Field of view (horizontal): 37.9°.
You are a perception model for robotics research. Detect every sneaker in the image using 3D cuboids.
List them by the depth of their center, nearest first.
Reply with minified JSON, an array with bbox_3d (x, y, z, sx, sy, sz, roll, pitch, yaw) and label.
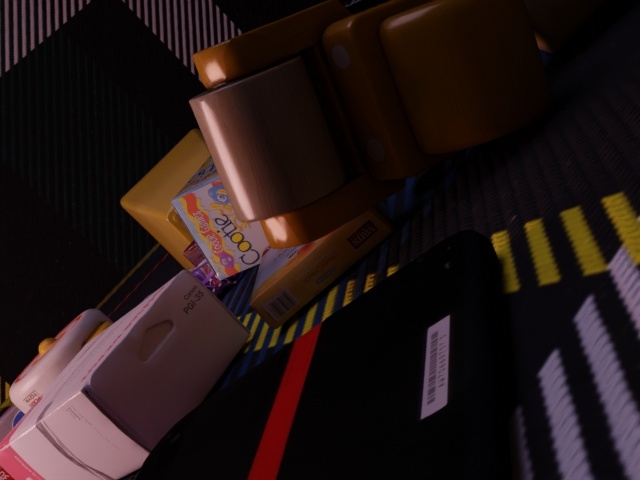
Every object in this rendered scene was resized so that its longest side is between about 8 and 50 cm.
[{"bbox_3d":[-0.167,0.059,1.459,0.170,0.068,0.071,-53,27,-20],"label":"sneaker"}]

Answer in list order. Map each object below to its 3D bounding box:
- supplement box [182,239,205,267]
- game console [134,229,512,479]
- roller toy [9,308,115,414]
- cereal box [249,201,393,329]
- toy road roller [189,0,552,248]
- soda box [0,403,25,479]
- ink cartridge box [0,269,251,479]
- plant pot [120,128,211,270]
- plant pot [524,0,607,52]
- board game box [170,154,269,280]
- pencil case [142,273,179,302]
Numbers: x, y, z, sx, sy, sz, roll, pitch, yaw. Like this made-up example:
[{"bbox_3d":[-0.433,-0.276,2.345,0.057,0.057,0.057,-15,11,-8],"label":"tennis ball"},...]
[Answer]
[{"bbox_3d":[-0.178,0.028,1.555,0.055,0.083,0.043,-35,14,36],"label":"supplement box"},{"bbox_3d":[-0.024,0.164,0.582,0.342,0.060,0.386,-35,14,20],"label":"game console"},{"bbox_3d":[-0.378,0.207,1.446,0.191,0.146,0.209,-47,12,-12],"label":"roller toy"},{"bbox_3d":[0.000,0.000,1.094,0.173,0.047,0.240,-41,11,9],"label":"cereal box"},{"bbox_3d":[0.065,-0.145,0.904,0.329,0.202,0.240,-31,16,-35],"label":"toy road roller"},{"bbox_3d":[-0.543,0.355,1.641,0.263,0.092,0.083,-47,12,-16],"label":"soda box"},{"bbox_3d":[-0.238,0.182,1.102,0.283,0.117,0.207,-34,15,46],"label":"ink cartridge box"},{"bbox_3d":[-0.217,-0.061,1.756,0.212,0.212,0.187,-46,23,-8],"label":"plant pot"},{"bbox_3d":[0.255,-0.349,1.014,0.239,0.254,0.254,-59,9,9],"label":"plant pot"},{"bbox_3d":[-0.094,-0.081,1.425,0.142,0.144,0.275,-23,19,21],"label":"board game box"},{"bbox_3d":[-0.257,0.104,1.609,0.070,0.064,0.151,-21,-4,-33],"label":"pencil case"}]
